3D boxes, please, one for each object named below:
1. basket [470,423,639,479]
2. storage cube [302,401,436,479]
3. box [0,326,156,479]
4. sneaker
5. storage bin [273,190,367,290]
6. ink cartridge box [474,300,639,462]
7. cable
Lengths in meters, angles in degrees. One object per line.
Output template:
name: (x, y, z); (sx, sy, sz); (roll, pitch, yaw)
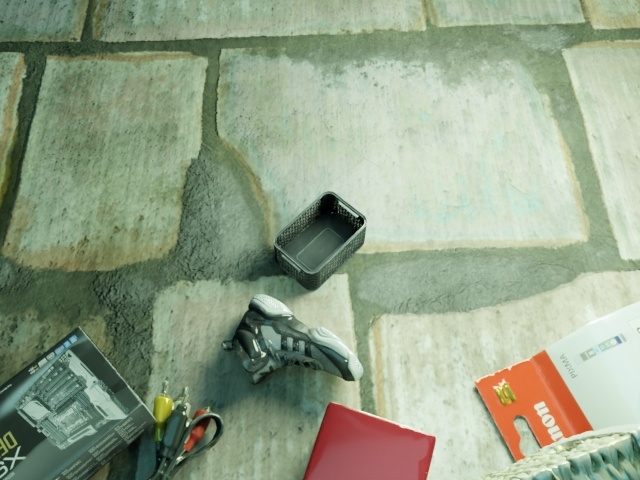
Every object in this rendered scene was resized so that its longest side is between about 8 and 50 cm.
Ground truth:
basket: (0.320, 0.447, 0.870); (0.266, 0.328, 0.331); (-17, 71, -10)
storage cube: (0.068, 0.409, 1.128); (0.214, 0.184, 0.193); (17, 61, 9)
box: (-0.485, 0.333, 1.192); (0.307, 0.077, 0.242); (-39, 52, -20)
sneaker: (-0.060, 0.225, 1.282); (0.268, 0.101, 0.153); (30, 65, 22)
storage bin: (0.000, 0.000, 1.414); (0.122, 0.084, 0.180); (39, 68, 19)
ink cartridge box: (0.529, 0.311, 1.242); (0.384, 0.091, 0.308); (-19, 62, -12)
cable: (-0.268, 0.396, 1.198); (0.139, 0.072, 0.287); (22, 61, -5)
